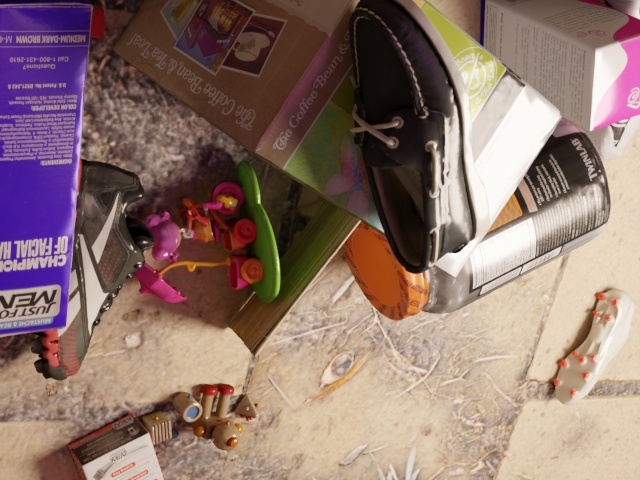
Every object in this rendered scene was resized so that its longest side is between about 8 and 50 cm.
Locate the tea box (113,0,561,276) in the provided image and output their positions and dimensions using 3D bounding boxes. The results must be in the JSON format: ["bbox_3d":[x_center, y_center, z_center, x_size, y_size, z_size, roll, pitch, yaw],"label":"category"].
[{"bbox_3d":[0.013,-0.170,1.456,0.323,0.329,0.220,29,96,-41],"label":"tea box"}]

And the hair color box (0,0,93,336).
[{"bbox_3d":[-0.321,-0.094,1.360,0.110,0.185,0.339,-7,117,-32],"label":"hair color box"}]

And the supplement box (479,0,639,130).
[{"bbox_3d":[0.307,-0.235,1.696,0.111,0.220,0.114,-18,122,-26],"label":"supplement box"}]

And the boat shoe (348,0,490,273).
[{"bbox_3d":[0.080,-0.092,1.252,0.091,0.114,0.303,-38,128,-19],"label":"boat shoe"}]

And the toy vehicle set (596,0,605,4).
[{"bbox_3d":[0.482,-0.382,1.786,0.166,0.035,0.267,2,133,-23],"label":"toy vehicle set"}]

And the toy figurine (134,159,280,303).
[{"bbox_3d":[-0.146,0.004,1.594,0.159,0.130,0.173,-11,98,-19],"label":"toy figurine"}]

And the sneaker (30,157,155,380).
[{"bbox_3d":[-0.254,0.034,1.514,0.135,0.098,0.276,4,112,-14],"label":"sneaker"}]

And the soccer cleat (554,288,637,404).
[{"bbox_3d":[0.428,0.169,2.095,0.076,0.068,0.196,22,97,-43],"label":"soccer cleat"}]

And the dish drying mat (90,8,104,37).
[{"bbox_3d":[-0.269,-0.229,1.442,0.083,0.008,0.032,-7,116,-31],"label":"dish drying mat"}]

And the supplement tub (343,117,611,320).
[{"bbox_3d":[0.197,-0.030,1.746,0.316,0.193,0.194,-24,125,-22],"label":"supplement tub"}]

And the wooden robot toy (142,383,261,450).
[{"bbox_3d":[-0.133,0.231,1.728,0.173,0.079,0.076,1,113,-35],"label":"wooden robot toy"}]

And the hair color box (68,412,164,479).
[{"bbox_3d":[-0.245,0.310,1.708,0.093,0.053,0.167,-25,127,-21],"label":"hair color box"}]

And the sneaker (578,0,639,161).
[{"bbox_3d":[0.461,-0.258,1.773,0.210,0.137,0.366,-6,132,-12],"label":"sneaker"}]

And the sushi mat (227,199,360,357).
[{"bbox_3d":[0.000,0.000,1.658,0.019,0.151,0.316,38,90,-15],"label":"sushi mat"}]
